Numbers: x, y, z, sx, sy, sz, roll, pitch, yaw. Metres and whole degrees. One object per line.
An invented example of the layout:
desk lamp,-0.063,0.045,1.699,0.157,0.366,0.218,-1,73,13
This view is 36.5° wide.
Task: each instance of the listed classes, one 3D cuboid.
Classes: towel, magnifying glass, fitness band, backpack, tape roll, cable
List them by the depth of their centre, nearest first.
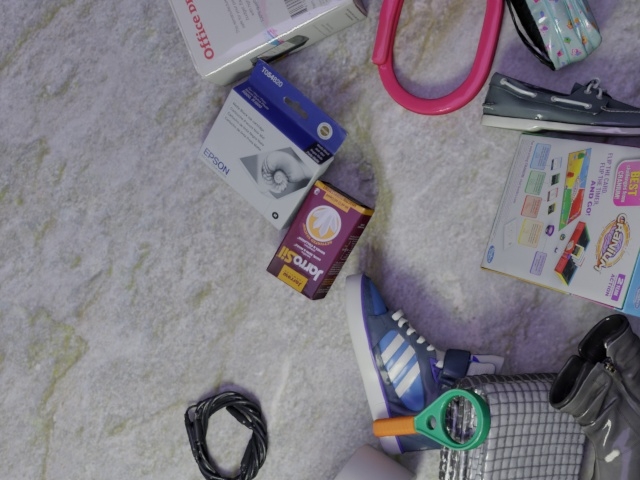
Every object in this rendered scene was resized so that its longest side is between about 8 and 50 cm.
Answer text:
magnifying glass,0.168,0.283,1.505,0.231,0.026,0.092,-19,71,48
towel,0.303,0.353,1.544,0.121,0.235,0.284,11,96,56
backpack,0.378,-0.372,1.585,0.115,0.152,0.182,-25,94,23
tape roll,0.045,0.479,1.587,0.100,0.286,0.286,29,97,16
fitness band,0.205,-0.362,1.683,0.209,0.054,0.291,13,93,14
cable,-0.166,0.372,1.780,0.150,0.047,0.184,-18,81,10

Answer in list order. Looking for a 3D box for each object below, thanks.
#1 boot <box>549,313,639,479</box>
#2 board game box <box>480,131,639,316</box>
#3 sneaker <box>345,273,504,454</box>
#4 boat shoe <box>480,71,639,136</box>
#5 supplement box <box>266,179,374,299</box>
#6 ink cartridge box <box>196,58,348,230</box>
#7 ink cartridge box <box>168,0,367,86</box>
boot,0.428,0.298,1.498,0.222,0.118,0.338,34,77,-23
board game box,0.403,-0.033,1.504,0.316,0.064,0.242,20,94,58
sneaker,0.185,0.190,1.644,0.236,0.130,0.323,-15,81,7
boat shoe,0.422,-0.221,1.581,0.319,0.116,0.099,7,94,21
supplement box,0.000,0.000,1.716,0.104,0.081,0.188,32,98,14
ink cartridge box,-0.091,-0.168,1.725,0.223,0.045,0.224,41,122,13
ink cartridge box,-0.101,-0.443,1.731,0.306,0.131,0.226,-23,83,16
